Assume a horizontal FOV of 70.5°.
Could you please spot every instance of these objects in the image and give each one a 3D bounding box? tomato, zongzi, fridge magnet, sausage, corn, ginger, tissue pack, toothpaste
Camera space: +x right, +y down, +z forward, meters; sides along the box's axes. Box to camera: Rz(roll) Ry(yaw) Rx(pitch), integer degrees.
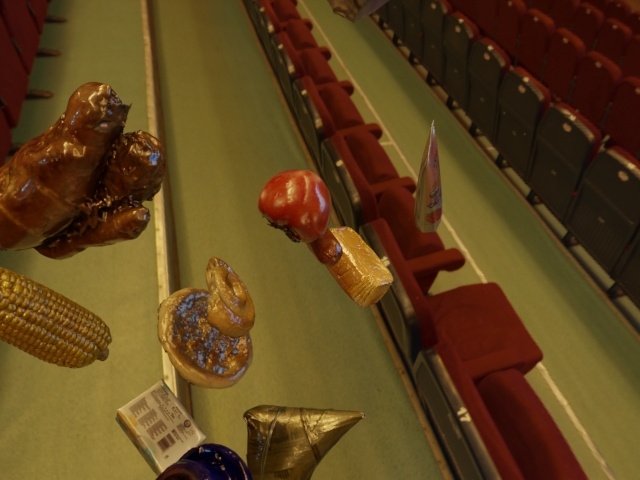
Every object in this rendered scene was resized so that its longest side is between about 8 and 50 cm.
[{"bbox_3d":[-0.046,-0.079,1.010,0.187,0.187,0.151,35,80,24],"label":"tomato"},{"bbox_3d":[-0.031,0.488,0.978,0.274,0.125,0.251,-4,82,16],"label":"zongzi"},{"bbox_3d":[-0.210,0.466,0.725,0.265,0.112,0.266,-24,47,29],"label":"fridge magnet"},{"bbox_3d":[0.000,0.000,1.150,0.076,0.076,0.197,-10,30,-17],"label":"sausage"},{"bbox_3d":[-0.513,0.145,0.822,0.119,0.322,0.119,-19,48,22],"label":"corn"},{"bbox_3d":[-0.175,-0.034,0.338,0.162,0.103,0.073,-35,51,19],"label":"ginger"},{"bbox_3d":[-0.486,0.574,1.372,0.229,0.145,0.159,47,50,12],"label":"tissue pack"},{"bbox_3d":[0.154,-0.077,0.640,0.042,0.194,0.067,7,63,16],"label":"toothpaste"}]

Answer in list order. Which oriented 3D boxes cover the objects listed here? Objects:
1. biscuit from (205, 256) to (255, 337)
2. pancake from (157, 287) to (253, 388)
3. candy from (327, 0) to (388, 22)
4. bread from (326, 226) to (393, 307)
[{"bbox_3d":[-0.279,0.181,1.406,0.091,0.213,0.274,-34,42,7],"label":"biscuit"},{"bbox_3d":[-0.385,0.317,1.551,0.382,0.071,0.382,34,30,-23],"label":"pancake"},{"bbox_3d":[0.067,-0.500,0.761,0.195,0.137,0.185,-42,80,-16],"label":"candy"},{"bbox_3d":[0.105,0.077,1.486,0.152,0.119,0.288,-6,51,-52],"label":"bread"}]
